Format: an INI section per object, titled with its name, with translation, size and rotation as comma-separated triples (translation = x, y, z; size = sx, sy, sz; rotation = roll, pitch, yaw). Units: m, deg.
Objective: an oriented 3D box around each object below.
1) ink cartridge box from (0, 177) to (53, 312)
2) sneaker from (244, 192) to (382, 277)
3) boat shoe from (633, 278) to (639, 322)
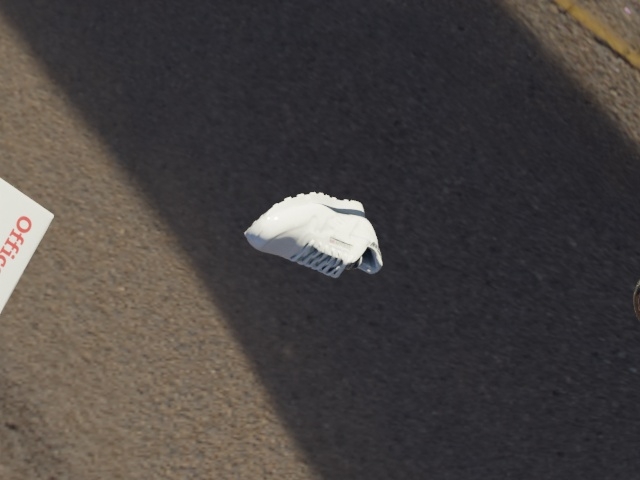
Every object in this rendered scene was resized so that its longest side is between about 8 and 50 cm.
[ink cartridge box]
translation = -0.276, -0.008, 0.628
size = 0.072, 0.175, 0.127
rotation = -18, 43, 47
[sneaker]
translation = 0.000, 0.000, 1.303
size = 0.090, 0.235, 0.094
rotation = -35, 70, 34
[boat shoe]
translation = 0.425, 0.160, 0.953
size = 0.123, 0.123, 0.342
rotation = -43, 74, 26
